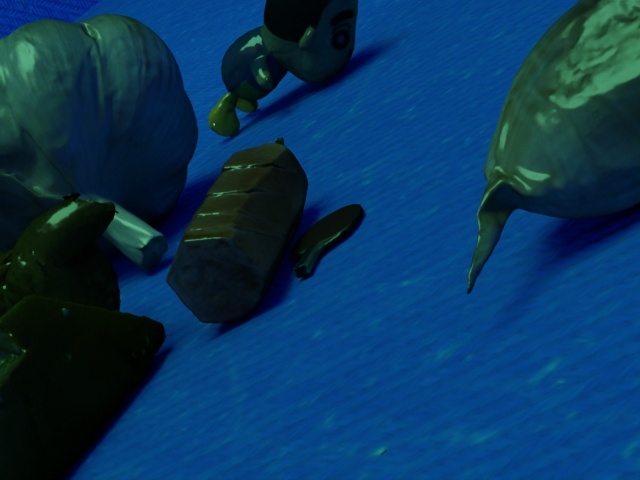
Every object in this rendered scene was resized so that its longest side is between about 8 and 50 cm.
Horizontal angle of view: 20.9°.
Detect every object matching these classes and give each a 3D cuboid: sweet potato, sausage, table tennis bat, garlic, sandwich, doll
[{"bbox_3d":[-0.206,0.055,1.143,0.310,0.098,0.124,-35,1,37],"label":"sweet potato"},{"bbox_3d":[-0.047,-0.012,1.075,0.065,0.065,0.169,-28,16,21],"label":"sausage"},{"bbox_3d":[0.000,0.000,1.047,0.050,0.007,0.083,-26,16,28],"label":"table tennis bat"},{"bbox_3d":[0.142,-0.059,0.807,0.198,0.090,0.128,-27,29,9],"label":"garlic"},{"bbox_3d":[-0.186,0.101,0.972,0.090,0.088,0.244,-27,17,37],"label":"sandwich"},{"bbox_3d":[-0.025,-0.158,1.446,0.179,0.089,0.102,-52,2,36],"label":"doll"},{"bbox_3d":[-0.180,-0.047,1.290,0.219,0.218,0.212,-34,50,0],"label":"garlic"}]
